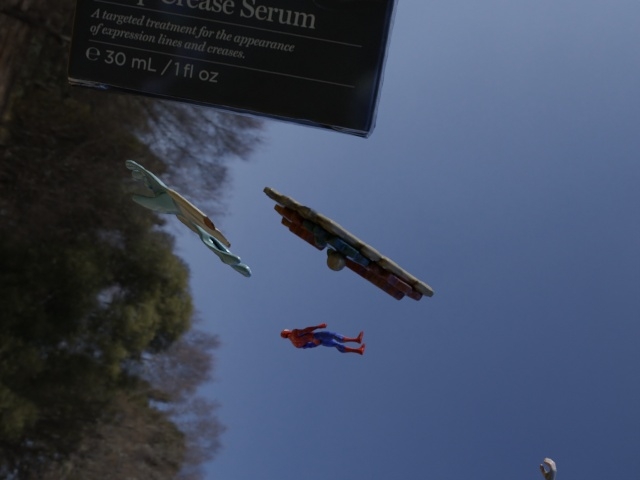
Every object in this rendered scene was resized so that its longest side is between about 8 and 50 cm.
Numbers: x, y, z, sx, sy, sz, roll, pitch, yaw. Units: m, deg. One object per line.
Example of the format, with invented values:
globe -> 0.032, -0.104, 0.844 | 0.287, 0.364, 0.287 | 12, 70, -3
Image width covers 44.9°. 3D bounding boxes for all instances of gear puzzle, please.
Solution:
gear puzzle -> 0.000, 0.000, 0.978 | 0.044, 0.175, 0.339 | -57, -158, -1

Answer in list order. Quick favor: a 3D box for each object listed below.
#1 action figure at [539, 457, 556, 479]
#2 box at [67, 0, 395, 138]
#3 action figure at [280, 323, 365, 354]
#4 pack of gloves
action figure -> 0.477, 0.635, 1.565 | 0.276, 0.370, 0.248 | 37, -61, 33
box -> -0.055, -0.322, 0.786 | 0.212, 0.293, 0.395 | -58, 158, -82
action figure -> 0.001, 0.130, 1.032 | 0.030, 0.115, 0.038 | -72, 158, -43
pack of gloves -> -0.209, -0.021, 1.175 | 0.046, 0.195, 0.232 | -46, -128, -11
